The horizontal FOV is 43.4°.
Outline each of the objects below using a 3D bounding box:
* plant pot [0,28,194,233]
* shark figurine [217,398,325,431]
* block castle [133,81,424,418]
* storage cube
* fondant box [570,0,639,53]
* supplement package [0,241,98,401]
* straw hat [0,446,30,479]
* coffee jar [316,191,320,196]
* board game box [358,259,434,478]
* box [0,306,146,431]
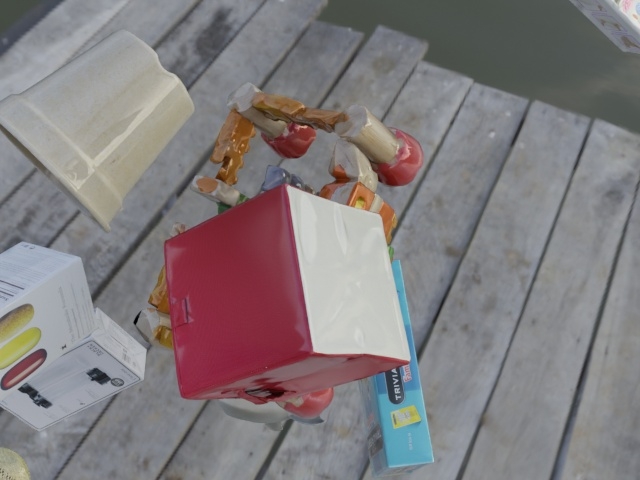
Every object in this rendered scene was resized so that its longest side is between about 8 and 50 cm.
[{"bbox_3d":[-0.430,-0.236,1.598,0.334,0.334,0.305,39,76,22],"label":"plant pot"},{"bbox_3d":[-0.010,0.237,1.293,0.278,0.166,0.116,-35,38,-16],"label":"shark figurine"},{"bbox_3d":[-0.049,0.010,1.219,0.303,0.213,0.453,17,82,36],"label":"block castle"},{"bbox_3d":[-0.040,0.067,0.912,0.183,0.193,0.215,15,59,-50],"label":"storage cube"},{"bbox_3d":[0.439,-0.458,1.164,0.330,0.238,0.096,30,3,-28],"label":"fondant box"},{"bbox_3d":[-0.473,0.125,1.190,0.133,0.139,0.244,12,34,28],"label":"supplement package"},{"bbox_3d":[-0.417,0.310,1.058,0.144,0.144,0.061,40,70,22],"label":"straw hat"},{"bbox_3d":[0.000,0.000,1.595,0.079,0.096,0.184,17,83,52],"label":"coffee jar"},{"bbox_3d":[0.114,0.235,1.419,0.079,0.254,0.336,-6,70,-4],"label":"board game box"},{"bbox_3d":[-0.529,0.273,1.675,0.290,0.169,0.087,-28,38,16],"label":"box"}]
